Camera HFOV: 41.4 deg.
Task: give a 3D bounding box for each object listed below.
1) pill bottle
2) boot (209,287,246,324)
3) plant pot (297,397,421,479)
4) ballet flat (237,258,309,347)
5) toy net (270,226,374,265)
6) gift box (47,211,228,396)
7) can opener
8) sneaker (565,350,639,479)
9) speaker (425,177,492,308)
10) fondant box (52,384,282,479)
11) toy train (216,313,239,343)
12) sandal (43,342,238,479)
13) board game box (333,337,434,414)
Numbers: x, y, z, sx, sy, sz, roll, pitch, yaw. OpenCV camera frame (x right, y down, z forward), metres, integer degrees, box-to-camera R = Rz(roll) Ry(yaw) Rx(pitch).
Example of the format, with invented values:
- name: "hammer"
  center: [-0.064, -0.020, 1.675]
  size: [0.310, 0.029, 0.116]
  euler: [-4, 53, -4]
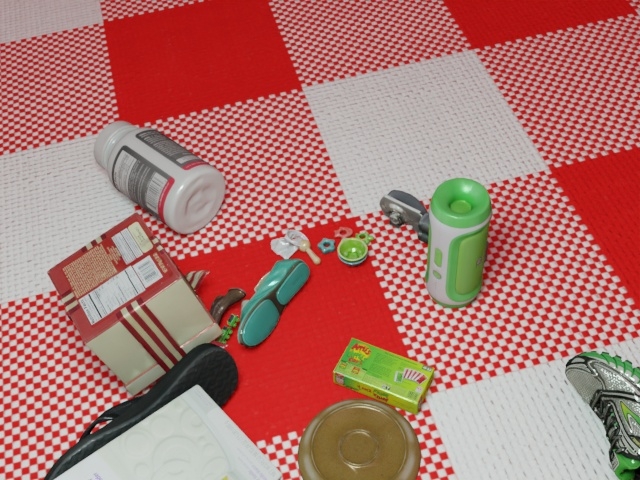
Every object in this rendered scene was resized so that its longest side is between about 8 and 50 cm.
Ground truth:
- name: "pill bottle"
  center: [-0.393, -0.162, 2.023]
  size: [0.318, 0.176, 0.176]
  euler: [34, 60, 28]
- name: "boot"
  center: [-0.212, 0.160, 1.803]
  size: [0.106, 0.037, 0.114]
  euler: [-27, 29, 44]
- name: "plant pot"
  center: [0.073, 0.398, 1.608]
  size: [0.236, 0.032, 0.236]
  euler: [-2, 49, 2]
- name: "ballet flat"
  center: [-0.118, 0.133, 1.827]
  size: [0.087, 0.083, 0.247]
  euler: [6, 46, 41]
- name: "toy net"
  center: [0.000, 0.000, 1.939]
  size: [0.232, 0.045, 0.122]
  euler: [9, 52, 12]
- name: "gift box"
  center: [-0.346, 0.132, 1.715]
  size: [0.276, 0.258, 0.255]
  euler: [-30, 52, -7]
- name: "can opener"
  center: [0.263, -0.042, 1.932]
  size: [0.283, 0.076, 0.095]
  euler: [27, 58, 23]
- name: "sneaker"
  center: [0.568, 0.343, 1.545]
  size: [0.146, 0.134, 0.343]
  euler: [-28, 54, -17]
- name: "speaker"
  center: [0.280, 0.012, 1.740]
  size: [0.131, 0.296, 0.131]
  euler: [-2, 50, 3]
- name: "fondant box"
  center: [-0.266, 0.434, 1.457]
  size: [0.238, 0.096, 0.330]
  euler: [41, 50, 21]
- name: "toy train"
  center: [-0.199, 0.193, 1.789]
  size: [0.017, 0.023, 0.083]
  euler: [25, 82, 33]
- name: "sandal"
  center: [-0.343, 0.363, 1.616]
  size: [0.107, 0.168, 0.445]
  euler: [10, 39, 46]
- name: "board game box"
  center: [0.126, 0.271, 1.700]
  size: [0.181, 0.043, 0.092]
  euler: [19, 51, 19]
